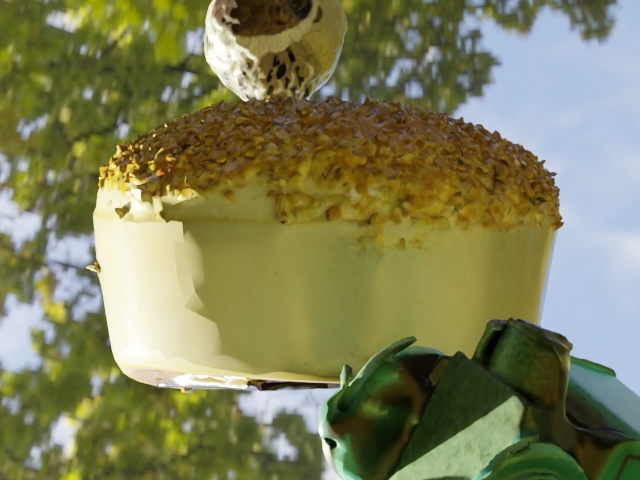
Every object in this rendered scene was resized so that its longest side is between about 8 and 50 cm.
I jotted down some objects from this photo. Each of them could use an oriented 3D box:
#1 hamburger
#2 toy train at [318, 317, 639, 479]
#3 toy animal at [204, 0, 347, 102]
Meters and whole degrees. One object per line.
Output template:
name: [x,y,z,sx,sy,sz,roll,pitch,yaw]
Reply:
hamburger: [0.000,0.000,1.116,0.276,0.294,0.179,1,-94,-30]
toy train: [0.066,0.127,0.734,0.154,0.107,0.198,18,-77,-35]
toy animal: [-0.042,-0.126,1.301,0.098,0.098,0.137,24,-75,-12]
